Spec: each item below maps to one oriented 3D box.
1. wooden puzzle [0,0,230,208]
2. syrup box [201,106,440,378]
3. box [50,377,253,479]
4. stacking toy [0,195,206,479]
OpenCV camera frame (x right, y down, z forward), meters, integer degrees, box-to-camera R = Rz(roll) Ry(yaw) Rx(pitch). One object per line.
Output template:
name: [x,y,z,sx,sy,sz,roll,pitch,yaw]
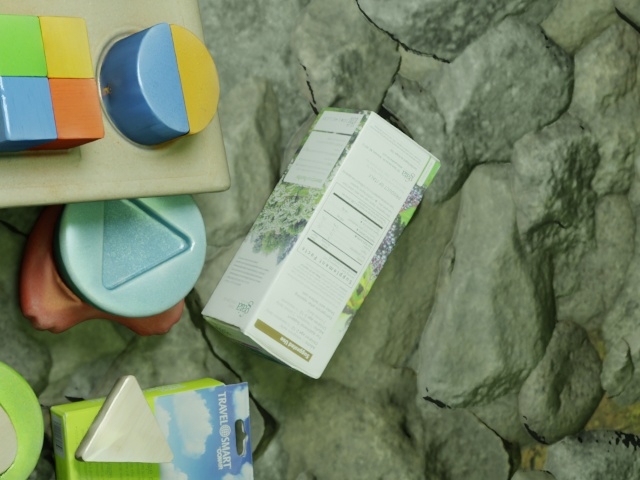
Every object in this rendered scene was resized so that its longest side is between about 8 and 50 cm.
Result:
wooden puzzle: [-0.191,-0.192,1.251,0.348,0.080,0.322,-6,84,-53]
syrup box: [0.000,0.000,1.485,0.096,0.093,0.237,34,80,-28]
box: [-0.150,0.188,1.455,0.178,0.042,0.109,-8,100,-28]
stacking toy: [-0.227,0.072,1.318,0.309,0.130,0.279,-7,87,-29]
